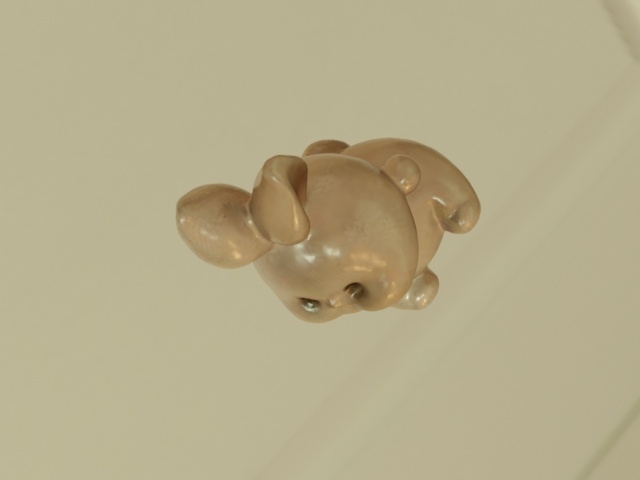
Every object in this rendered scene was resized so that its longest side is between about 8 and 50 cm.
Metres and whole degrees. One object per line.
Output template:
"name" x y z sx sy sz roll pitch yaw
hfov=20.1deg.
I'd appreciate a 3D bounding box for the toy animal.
"toy animal" 0.001 0.002 1.042 0.124 0.212 0.124 7 103 30
